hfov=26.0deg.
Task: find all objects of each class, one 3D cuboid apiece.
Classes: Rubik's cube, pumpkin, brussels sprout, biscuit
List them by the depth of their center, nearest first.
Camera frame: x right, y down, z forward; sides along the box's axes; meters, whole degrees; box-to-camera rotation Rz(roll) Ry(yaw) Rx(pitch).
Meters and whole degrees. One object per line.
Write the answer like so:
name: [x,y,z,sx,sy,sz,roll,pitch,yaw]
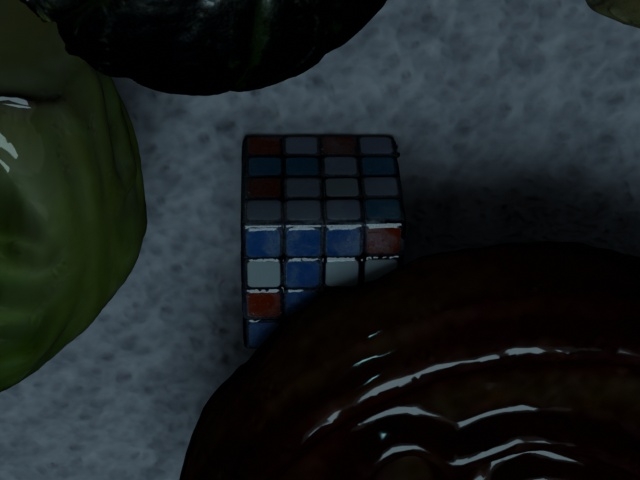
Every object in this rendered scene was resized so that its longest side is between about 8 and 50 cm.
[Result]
pumpkin: [-0.054,-0.175,0.616,0.220,0.162,0.220,-1,92,-22]
brussels sprout: [-0.205,-0.027,0.721,0.244,0.244,0.244,-1,126,-1]
Rubik's cube: [0.000,0.000,0.810,0.092,0.092,0.092,0,127,-2]
biscuit: [0.115,0.181,0.844,0.407,0.091,0.407,-3,127,-4]

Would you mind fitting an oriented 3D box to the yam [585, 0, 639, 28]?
yam: [0.292,-0.113,0.752,0.317,0.067,0.071,12,155,-11]
